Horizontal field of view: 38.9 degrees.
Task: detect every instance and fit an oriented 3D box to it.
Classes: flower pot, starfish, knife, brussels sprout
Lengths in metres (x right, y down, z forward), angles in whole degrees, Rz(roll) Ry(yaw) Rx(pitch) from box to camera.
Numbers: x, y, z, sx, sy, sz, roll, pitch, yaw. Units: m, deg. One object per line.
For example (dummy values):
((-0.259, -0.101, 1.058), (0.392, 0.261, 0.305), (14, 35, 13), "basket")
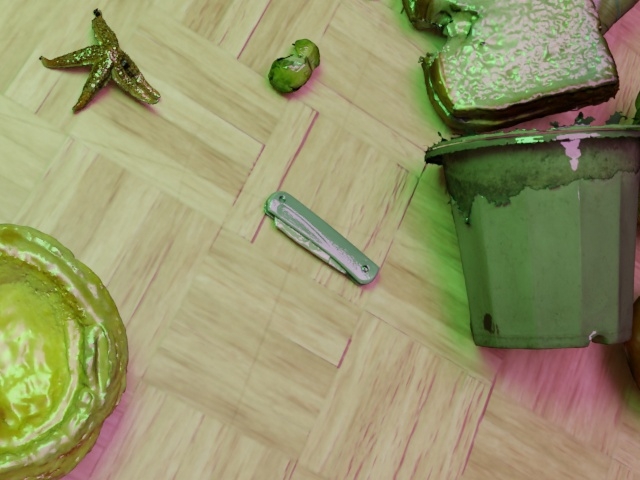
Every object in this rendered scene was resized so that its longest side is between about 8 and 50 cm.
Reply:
((0.268, -0.004, 1.084), (0.290, 0.290, 0.259), (-1, 88, -25), "flower pot")
((-0.246, -0.211, 1.020), (0.133, 0.041, 0.130), (-2, 76, -25), "starfish")
((0.000, 0.000, 1.083), (0.162, 0.023, 0.044), (38, 62, -10), "knife")
((-0.029, -0.218, 1.116), (0.051, 0.046, 0.083), (20, 61, 27), "brussels sprout")

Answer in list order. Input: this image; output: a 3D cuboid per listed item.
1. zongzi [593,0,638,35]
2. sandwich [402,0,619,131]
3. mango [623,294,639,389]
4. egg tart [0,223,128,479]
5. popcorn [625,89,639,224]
((0.328, -0.365, 1.302), (0.228, 0.115, 0.256), (41, 82, 2), "zongzi")
((0.242, -0.287, 1.196), (0.249, 0.095, 0.273), (-13, 82, -5), "sandwich")
((0.538, 0.154, 1.208), (0.317, 0.173, 0.211), (14, 64, -33), "mango")
((-0.327, 0.116, 0.869), (0.279, 0.095, 0.279), (4, 76, -18), "egg tart")
((0.527, -0.130, 1.233), (0.225, 0.276, 0.276), (41, 64, -10), "popcorn")
